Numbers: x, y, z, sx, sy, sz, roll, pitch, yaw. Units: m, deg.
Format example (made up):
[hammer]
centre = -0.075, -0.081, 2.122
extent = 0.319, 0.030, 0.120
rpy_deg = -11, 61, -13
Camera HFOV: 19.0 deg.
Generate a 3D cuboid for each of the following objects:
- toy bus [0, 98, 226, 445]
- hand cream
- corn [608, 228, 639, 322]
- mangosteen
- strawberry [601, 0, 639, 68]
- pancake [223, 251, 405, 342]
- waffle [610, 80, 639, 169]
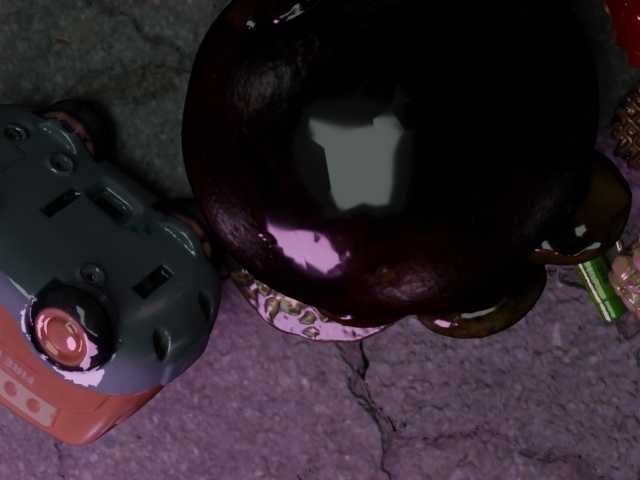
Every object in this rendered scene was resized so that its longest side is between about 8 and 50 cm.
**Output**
[toy bus]
centre = -0.230, 0.038, 1.594
extent = 0.288, 0.194, 0.232
rpy_deg = 38, 133, 9
[hand cream]
centre = 0.203, 0.006, 1.485
extent = 0.036, 0.023, 0.122
rpy_deg = -25, 96, 40
[corn]
centre = 0.347, 0.103, 1.405
extent = 0.335, 0.126, 0.126
rpy_deg = 46, 119, 4
[mangosteen]
centre = 0.065, -0.065, 1.385
extent = 0.307, 0.307, 0.347
rpy_deg = -17, 128, 27
[strawberry]
centre = 0.275, -0.223, 1.249
extent = 0.345, 0.295, 0.317
rpy_deg = 26, 154, 31
[pancake]
centre = 0.000, 0.000, 1.571
extent = 0.190, 0.020, 0.184
rpy_deg = 33, 118, 8
[waffle]
centre = 0.259, -0.084, 1.427
extent = 0.083, 0.029, 0.075
rpy_deg = 6, 113, 17
